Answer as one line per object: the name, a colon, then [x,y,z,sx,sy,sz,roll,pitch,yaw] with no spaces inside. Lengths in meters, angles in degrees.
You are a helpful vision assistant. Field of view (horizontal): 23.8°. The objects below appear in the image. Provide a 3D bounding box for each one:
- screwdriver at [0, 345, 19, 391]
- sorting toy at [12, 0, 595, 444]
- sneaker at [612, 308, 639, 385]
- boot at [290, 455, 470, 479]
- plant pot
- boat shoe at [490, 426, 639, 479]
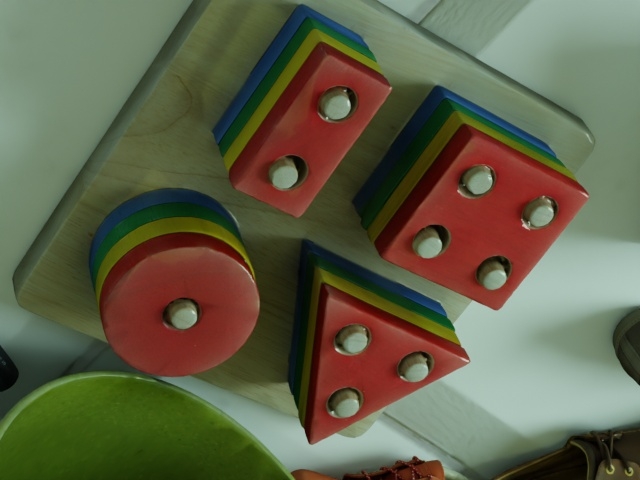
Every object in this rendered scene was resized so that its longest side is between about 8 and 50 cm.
screwdriver: [-0.229,0.029,0.865,0.025,0.024,0.170,-50,125,-16]
sorting toy: [0.000,0.000,0.871,0.257,0.089,0.255,25,113,-29]
sneaker: [0.286,0.100,1.027,0.188,0.071,0.066,12,121,-18]
boot: [0.039,0.172,1.022,0.158,0.059,0.084,25,110,-38]
plant pot: [-0.170,0.271,0.918,0.275,0.274,0.293,29,126,-30]
boat shoe: [0.197,0.164,1.055,0.178,0.064,0.060,-21,128,1]
